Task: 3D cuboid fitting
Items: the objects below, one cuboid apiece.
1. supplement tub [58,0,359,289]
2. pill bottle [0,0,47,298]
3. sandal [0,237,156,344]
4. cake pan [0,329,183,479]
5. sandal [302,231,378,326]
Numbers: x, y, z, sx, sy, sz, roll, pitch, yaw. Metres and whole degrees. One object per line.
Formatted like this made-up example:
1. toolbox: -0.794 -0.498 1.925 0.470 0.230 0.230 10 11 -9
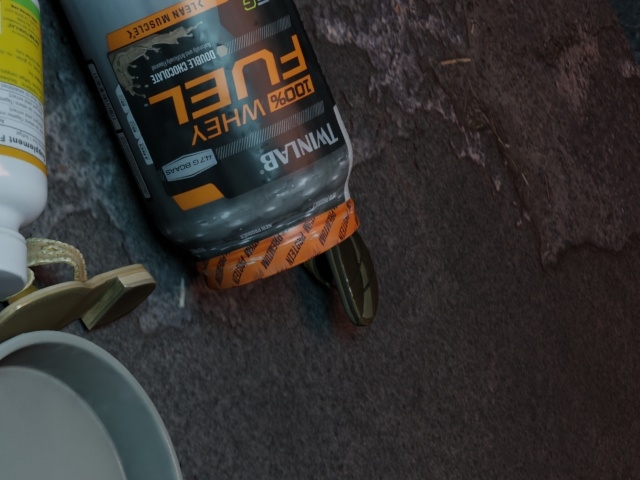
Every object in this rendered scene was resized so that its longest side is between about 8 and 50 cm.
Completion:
1. supplement tub: -0.099 -0.138 1.518 0.207 0.207 0.338 -39 108 -58
2. pill bottle: -0.285 -0.080 1.255 0.136 0.136 0.245 21 58 -53
3. sandal: -0.233 0.035 1.364 0.079 0.088 0.240 50 21 12
4. cake pan: -0.217 0.221 1.297 0.293 0.054 0.293 33 48 -47
5. sandal: 0.000 0.000 1.764 0.219 0.060 0.090 62 23 10
